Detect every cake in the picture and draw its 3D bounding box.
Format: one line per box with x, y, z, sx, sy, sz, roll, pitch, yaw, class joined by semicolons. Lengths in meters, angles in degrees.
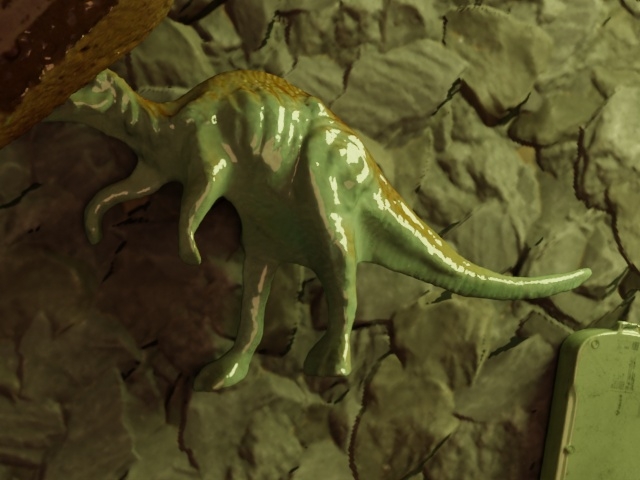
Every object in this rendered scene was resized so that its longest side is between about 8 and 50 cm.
-0.202;-0.114;1.088;0.295;0.113;0.116;-39;81;-1;cake

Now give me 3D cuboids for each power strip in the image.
0.191;0.167;1.280;0.080;0.029;0.227;8;92;-21;power strip

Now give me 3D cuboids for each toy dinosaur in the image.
0.000;0.000;1.169;0.393;0.092;0.205;5;88;-11;toy dinosaur
